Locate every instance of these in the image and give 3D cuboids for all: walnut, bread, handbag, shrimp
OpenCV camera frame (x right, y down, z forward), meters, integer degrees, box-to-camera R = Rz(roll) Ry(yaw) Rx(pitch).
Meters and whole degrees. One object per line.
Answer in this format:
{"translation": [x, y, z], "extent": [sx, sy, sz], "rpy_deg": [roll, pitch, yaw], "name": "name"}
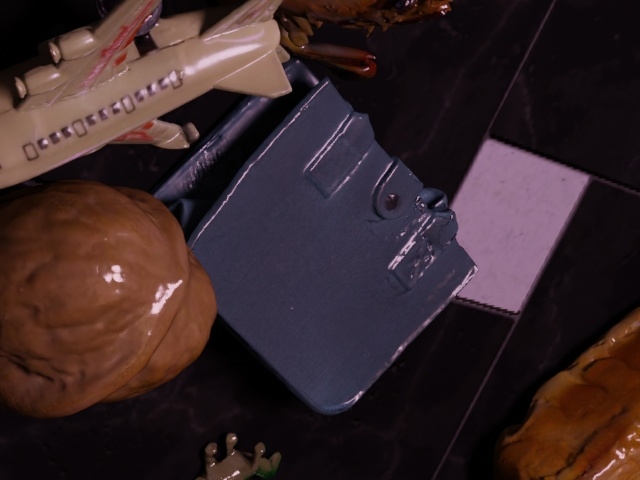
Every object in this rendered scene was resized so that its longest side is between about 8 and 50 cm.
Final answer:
{"translation": [-0.147, 0.035, 1.158], "extent": [0.166, 0.166, 0.149], "rpy_deg": [39, 51, -44], "name": "walnut"}
{"translation": [0.276, 0.149, 1.571], "extent": [0.294, 0.132, 0.167], "rpy_deg": [-37, 132, -13], "name": "bread"}
{"translation": [0.000, 0.000, 1.318], "extent": [0.179, 0.062, 0.229], "rpy_deg": [-46, 134, -6], "name": "handbag"}
{"translation": [0.016, -0.127, 1.182], "extent": [0.124, 0.178, 0.034], "rpy_deg": [46, 58, -52], "name": "shrimp"}

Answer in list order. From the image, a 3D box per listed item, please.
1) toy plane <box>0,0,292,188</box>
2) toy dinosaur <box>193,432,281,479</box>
{"translation": [-0.128, -0.091, 1.127], "extent": [0.244, 0.092, 0.229], "rpy_deg": [-16, 162, -10], "name": "toy plane"}
{"translation": [-0.077, 0.176, 1.394], "extent": [0.120, 0.029, 0.060], "rpy_deg": [-31, 143, -18], "name": "toy dinosaur"}
